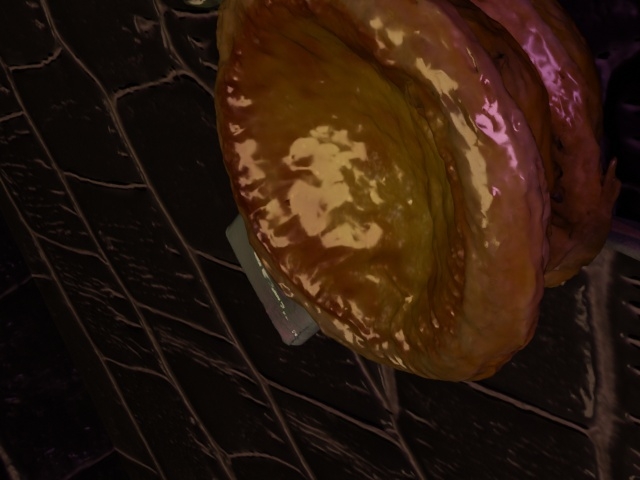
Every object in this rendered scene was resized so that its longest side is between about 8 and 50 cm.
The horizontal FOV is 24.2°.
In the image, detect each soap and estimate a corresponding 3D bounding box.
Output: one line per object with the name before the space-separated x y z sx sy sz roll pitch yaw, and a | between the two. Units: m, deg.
soap | 0.000 0.000 1.430 0.150 0.094 0.261 57 157 6

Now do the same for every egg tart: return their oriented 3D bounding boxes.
egg tart | 0.110 -0.102 1.057 0.295 0.116 0.295 38 145 33
egg tart | 0.052 -0.059 0.938 0.319 0.128 0.319 39 145 35

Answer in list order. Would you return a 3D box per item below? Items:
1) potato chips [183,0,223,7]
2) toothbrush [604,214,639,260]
potato chips | -0.158 -0.401 1.262 0.373 0.097 0.389 46 148 34
toothbrush | 0.191 -0.017 1.106 0.375 0.028 0.037 27 147 52
